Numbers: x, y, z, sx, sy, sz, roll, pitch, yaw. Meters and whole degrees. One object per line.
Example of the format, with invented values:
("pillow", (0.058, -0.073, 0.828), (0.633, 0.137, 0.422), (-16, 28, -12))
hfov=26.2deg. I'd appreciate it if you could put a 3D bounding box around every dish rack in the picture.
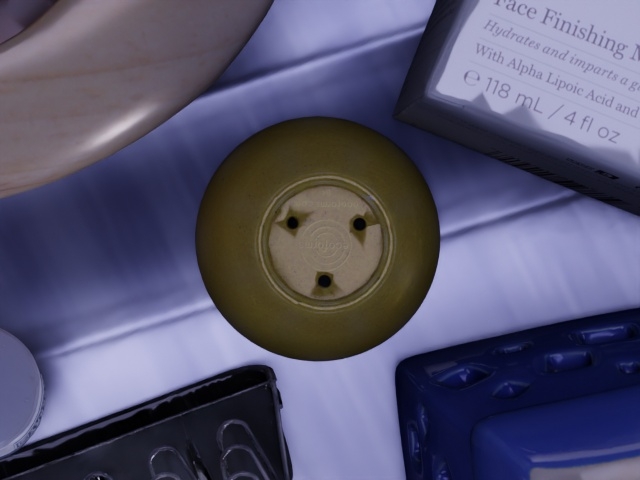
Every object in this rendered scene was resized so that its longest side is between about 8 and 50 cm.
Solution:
("dish rack", (-0.097, 0.163, 0.626), (0.208, 0.271, 0.074), (-22, 107, -1))

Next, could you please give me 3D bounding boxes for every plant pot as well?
("plant pot", (0.173, 0.158, 0.658), (0.236, 0.212, 0.236), (-10, 91, -3))
("plant pot", (0.000, 0.000, 0.705), (0.134, 0.095, 0.134), (0, 91, -2))

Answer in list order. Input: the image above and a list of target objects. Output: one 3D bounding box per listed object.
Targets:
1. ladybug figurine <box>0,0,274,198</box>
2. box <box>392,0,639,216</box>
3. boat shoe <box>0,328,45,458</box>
("ladybug figurine", (-0.235, -0.160, 0.659), (0.449, 0.162, 0.305), (1, 90, -3))
("box", (0.144, -0.085, 0.665), (0.181, 0.182, 0.119), (21, 91, -2))
("boat shoe", (-0.269, 0.059, 0.701), (0.258, 0.084, 0.095), (23, 67, -4))
